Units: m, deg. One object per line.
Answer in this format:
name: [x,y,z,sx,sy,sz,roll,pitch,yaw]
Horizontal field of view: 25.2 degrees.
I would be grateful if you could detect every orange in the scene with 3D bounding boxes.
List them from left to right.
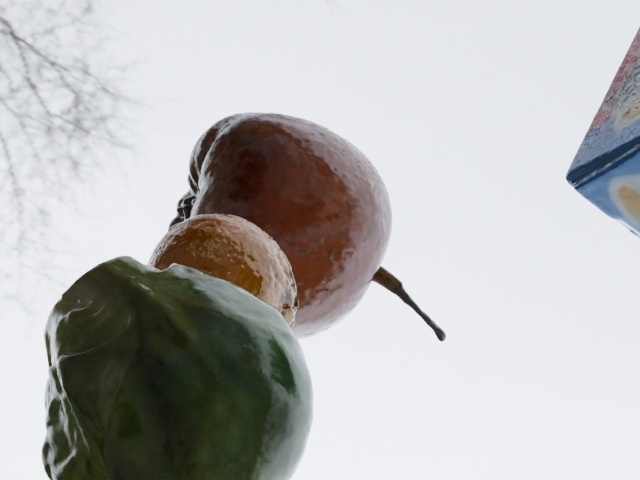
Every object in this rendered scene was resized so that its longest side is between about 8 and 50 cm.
orange: [-0.079,0.043,1.121,0.117,0.135,0.135,-12,-106,8]

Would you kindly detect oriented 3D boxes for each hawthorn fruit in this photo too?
hawthorn fruit: [-0.036,-0.019,1.431,0.231,0.263,0.235,43,-40,48]

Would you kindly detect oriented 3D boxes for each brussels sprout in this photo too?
brussels sprout: [-0.088,0.094,0.863,0.161,0.144,0.180,-37,-114,26]

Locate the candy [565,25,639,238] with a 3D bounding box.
candy: [0.300,-0.116,0.964,0.157,0.100,0.306,38,-119,-12]
